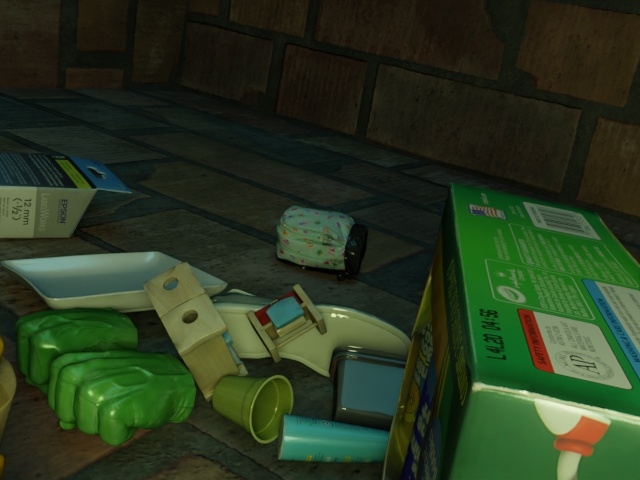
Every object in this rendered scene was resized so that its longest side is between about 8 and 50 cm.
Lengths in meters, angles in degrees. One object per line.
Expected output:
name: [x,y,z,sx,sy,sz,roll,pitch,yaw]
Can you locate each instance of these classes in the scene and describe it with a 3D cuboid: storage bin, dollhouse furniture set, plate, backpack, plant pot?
storage bin: [0.073,0.209,0.964,0.135,0.098,0.091,11,46,1]
dollhouse furniture set: [-0.110,0.089,0.970,0.184,0.129,0.129,-29,52,-12]
plate: [-0.329,0.067,1.162,0.277,0.045,0.278,-2,11,-36]
backpack: [0.000,0.000,1.499,0.182,0.115,0.152,10,20,9]
plant pot: [-0.089,0.200,0.916,0.079,0.083,0.083,9,14,35]

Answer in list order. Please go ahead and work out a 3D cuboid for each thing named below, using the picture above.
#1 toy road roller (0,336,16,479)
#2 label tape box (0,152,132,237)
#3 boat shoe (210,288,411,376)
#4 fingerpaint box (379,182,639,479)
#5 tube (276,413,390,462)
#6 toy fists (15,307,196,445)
toy road roller: [-0.285,0.228,0.532,0.241,0.202,0.329,22,23,-3]
label tape box: [-0.585,-0.093,1.464,0.348,0.115,0.249,1,20,-34]
boat shoe: [-0.021,0.128,1.101,0.320,0.116,0.099,6,21,4]
fingerpaint box: [0.139,0.187,0.593,0.163,0.371,0.445,12,19,5]
tube: [0.053,0.244,0.881,0.207,0.052,0.080,7,-16,-7]
toy fists: [-0.281,0.158,0.900,0.142,0.096,0.279,7,14,-43]
